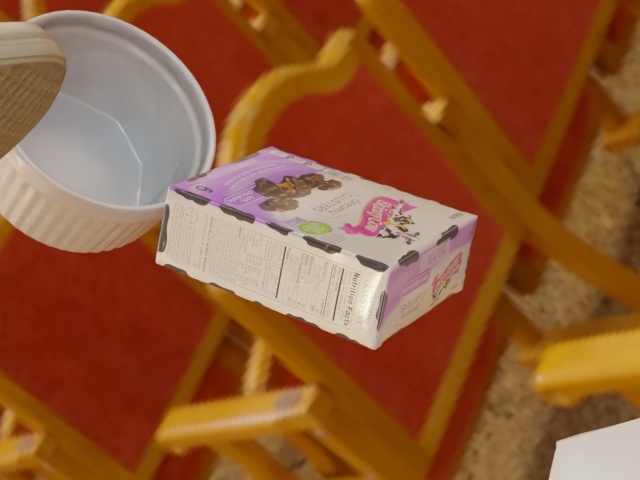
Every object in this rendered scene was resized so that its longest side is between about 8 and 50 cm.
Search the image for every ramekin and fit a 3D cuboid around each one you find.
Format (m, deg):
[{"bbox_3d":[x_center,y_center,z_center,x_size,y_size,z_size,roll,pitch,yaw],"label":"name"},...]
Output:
[{"bbox_3d":[-0.206,-0.087,1.414,0.109,0.207,0.207,-46,21,47],"label":"ramekin"}]

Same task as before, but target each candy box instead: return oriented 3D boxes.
[{"bbox_3d":[0.000,0.000,1.267,0.165,0.196,0.070,-28,-47,-58],"label":"candy box"}]

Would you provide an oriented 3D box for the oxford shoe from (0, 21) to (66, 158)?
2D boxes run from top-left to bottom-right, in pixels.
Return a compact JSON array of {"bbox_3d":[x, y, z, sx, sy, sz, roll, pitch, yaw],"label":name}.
[{"bbox_3d":[-0.334,-0.061,0.889,0.449,0.130,0.169,-23,-25,-41],"label":"oxford shoe"}]

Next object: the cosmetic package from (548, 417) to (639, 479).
[{"bbox_3d":[0.251,0.332,1.176,0.155,0.197,0.365,-32,35,56],"label":"cosmetic package"}]
